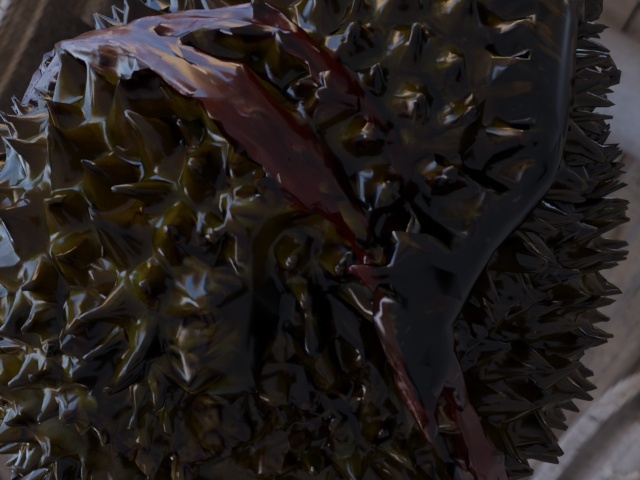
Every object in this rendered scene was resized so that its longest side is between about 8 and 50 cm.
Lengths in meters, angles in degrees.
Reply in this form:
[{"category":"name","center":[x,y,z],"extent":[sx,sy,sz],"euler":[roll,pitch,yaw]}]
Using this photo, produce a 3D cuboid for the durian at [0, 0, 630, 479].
[{"category":"durian","center":[-0.001,-0.004,0.519],"extent":[0.384,0.348,0.348],"euler":[-29,-38,-15]}]
